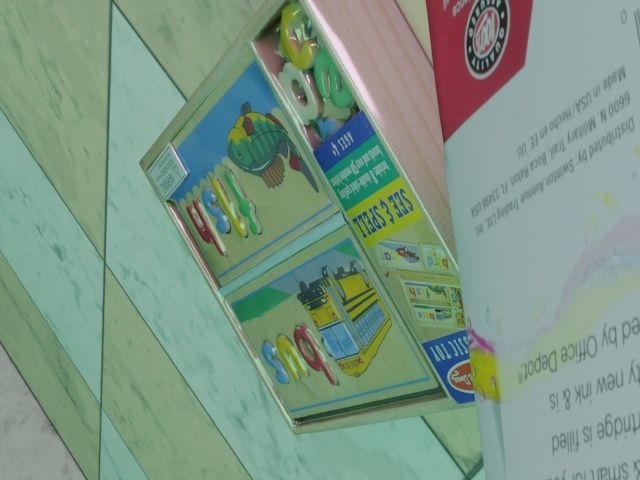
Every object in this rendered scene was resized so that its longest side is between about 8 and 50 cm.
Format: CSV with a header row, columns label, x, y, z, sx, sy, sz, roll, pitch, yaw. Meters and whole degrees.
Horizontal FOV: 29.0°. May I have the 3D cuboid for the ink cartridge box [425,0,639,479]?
label,x,y,z,sx,sy,sz,roll,pitch,yaw
ink cartridge box,0.140,0.016,0.347,0.226,0.131,0.306,141,125,-66

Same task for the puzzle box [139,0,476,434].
label,x,y,z,sx,sy,sz,roll,pitch,yaw
puzzle box,0.000,0.000,0.860,0.272,0.052,0.409,60,157,1
